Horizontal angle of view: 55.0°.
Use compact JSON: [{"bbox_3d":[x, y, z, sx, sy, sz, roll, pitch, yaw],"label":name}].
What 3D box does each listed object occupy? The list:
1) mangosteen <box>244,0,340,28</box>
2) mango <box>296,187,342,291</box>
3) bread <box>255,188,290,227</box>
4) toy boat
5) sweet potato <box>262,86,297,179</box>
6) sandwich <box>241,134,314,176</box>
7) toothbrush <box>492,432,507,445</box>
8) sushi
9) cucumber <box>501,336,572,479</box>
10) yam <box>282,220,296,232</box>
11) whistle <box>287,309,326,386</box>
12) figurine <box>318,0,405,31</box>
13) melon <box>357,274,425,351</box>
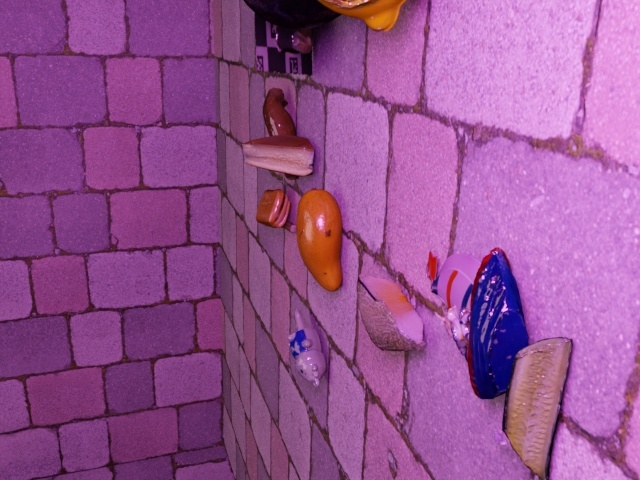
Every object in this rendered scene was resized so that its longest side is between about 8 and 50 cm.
[{"bbox_3d":[-0.025,-0.572,1.220,0.300,0.300,0.300,175,90,-72],"label":"mangosteen"},{"bbox_3d":[-0.005,0.000,1.540,0.157,0.108,0.262,-172,77,-67],"label":"mango"},{"bbox_3d":[-0.150,-0.101,1.977,0.116,0.077,0.200,-67,19,-5],"label":"bread"},{"bbox_3d":[0.233,0.084,0.939,0.318,0.071,0.219,-101,14,-50],"label":"toy boat"},{"bbox_3d":[-0.111,-0.325,1.853,0.112,0.085,0.286,4,-112,-74],"label":"sweet potato"},{"bbox_3d":[-0.101,-0.242,1.741,0.258,0.096,0.094,15,118,34],"label":"sandwich"},{"bbox_3d":[0.256,0.285,0.883,0.131,0.011,0.013,52,-164,-72],"label":"toothbrush"},{"bbox_3d":[-0.043,-0.588,1.462,0.296,0.100,0.373,-24,-65,-62],"label":"sushi"},{"bbox_3d":[0.278,0.221,0.813,0.046,0.070,0.220,-53,-33,-71],"label":"cucumber"},{"bbox_3d":[-0.104,-0.046,1.955,0.145,0.032,0.032,-158,65,-70],"label":"yam"},{"bbox_3d":[-0.042,0.308,1.756,0.110,0.092,0.244,91,163,-52],"label":"whistle"},{"bbox_3d":[0.087,-0.513,0.955,0.323,0.231,0.340,38,131,18],"label":"figurine"},{"bbox_3d":[0.137,0.160,1.186,0.202,0.093,0.140,53,142,44],"label":"melon"}]
